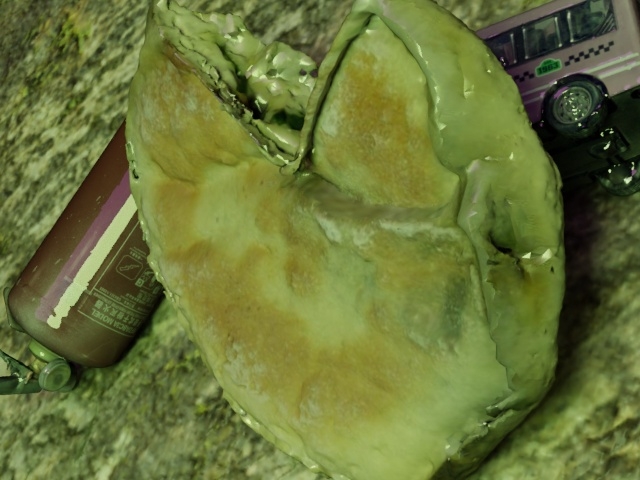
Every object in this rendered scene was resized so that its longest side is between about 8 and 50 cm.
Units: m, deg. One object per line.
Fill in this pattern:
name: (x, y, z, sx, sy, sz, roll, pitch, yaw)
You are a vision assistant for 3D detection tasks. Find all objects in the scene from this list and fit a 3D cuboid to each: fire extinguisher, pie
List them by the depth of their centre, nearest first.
pie: (0.000, 0.000, 0.745, 0.337, 0.075, 0.337, 23, 124, 39)
fire extinguisher: (-0.151, 0.004, 0.911, 0.105, 0.105, 0.269, 34, 89, 40)

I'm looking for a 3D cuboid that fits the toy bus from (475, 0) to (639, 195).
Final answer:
toy bus: (0.114, -0.076, 0.774, 0.199, 0.096, 0.108, -18, 60, 26)
